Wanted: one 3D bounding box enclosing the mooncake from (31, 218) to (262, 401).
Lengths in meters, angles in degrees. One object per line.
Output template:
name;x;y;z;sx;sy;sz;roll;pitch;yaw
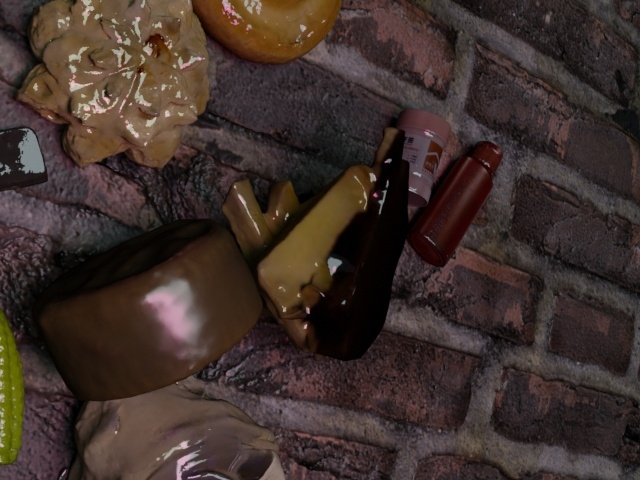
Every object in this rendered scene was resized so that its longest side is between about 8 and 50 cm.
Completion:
mooncake;-0.224;0.080;1.118;0.284;0.284;0.155;-30;106;-33

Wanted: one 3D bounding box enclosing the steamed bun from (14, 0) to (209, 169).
steamed bun;-0.262;-0.233;1.182;0.296;0.137;0.292;-21;106;-38

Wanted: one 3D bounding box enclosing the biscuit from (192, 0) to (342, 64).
biscuit;-0.083;-0.425;1.341;0.297;0.102;0.296;2;87;-36

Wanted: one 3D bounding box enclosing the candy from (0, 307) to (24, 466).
candy;-0.423;0.181;1.090;0.097;0.097;0.209;3;83;-38

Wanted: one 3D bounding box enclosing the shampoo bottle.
shampoo bottle;0.261;-0.079;1.627;0.102;0.064;0.260;48;63;-27

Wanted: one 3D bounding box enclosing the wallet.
wallet;-0.435;-0.099;1.119;0.157;0.018;0.082;-19;103;-36

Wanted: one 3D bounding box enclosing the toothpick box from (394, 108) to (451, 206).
toothpick box;0.165;-0.145;1.532;0.098;0.098;0.148;27;75;-35

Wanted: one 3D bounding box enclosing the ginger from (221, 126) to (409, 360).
ginger;0.000;0.000;1.336;0.413;0.211;0.358;42;65;-73

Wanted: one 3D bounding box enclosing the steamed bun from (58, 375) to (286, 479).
steamed bun;-0.190;0.364;1.175;0.347;0.238;0.393;-37;112;-31
